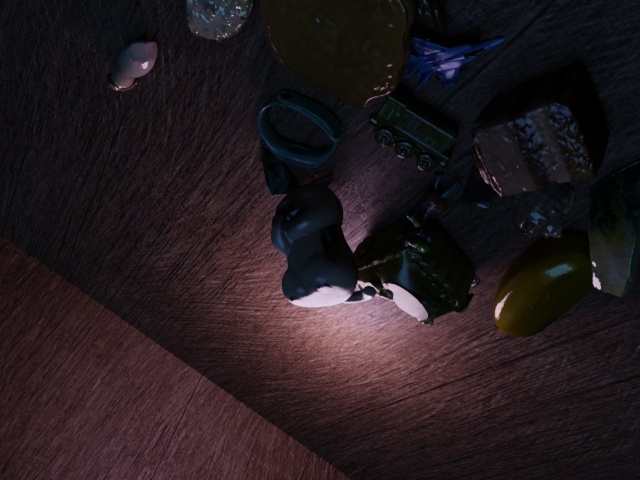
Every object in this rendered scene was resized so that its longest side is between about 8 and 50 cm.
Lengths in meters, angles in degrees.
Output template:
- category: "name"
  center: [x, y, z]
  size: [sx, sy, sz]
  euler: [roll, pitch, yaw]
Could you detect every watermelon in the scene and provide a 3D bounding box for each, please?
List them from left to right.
- category: "watermelon"
  center: [-0.135, -0.186, 1.782]
  size: [0.080, 0.101, 0.155]
  euler: [9, 126, 37]
- category: "watermelon"
  center: [0.720, -0.028, 1.410]
  size: [0.193, 0.231, 0.311]
  euler: [-2, 86, 32]

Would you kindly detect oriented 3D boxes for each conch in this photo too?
- category: "conch"
  center: [0.533, -0.094, 1.517]
  size: [0.155, 0.130, 0.207]
  euler: [-37, 86, 12]

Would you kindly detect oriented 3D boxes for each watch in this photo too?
- category: "watch"
  center: [-0.051, -0.290, 1.642]
  size: [0.236, 0.068, 0.195]
  euler: [20, 136, 14]

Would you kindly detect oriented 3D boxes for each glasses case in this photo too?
- category: "glasses case"
  center: [0.586, 0.128, 1.656]
  size: [0.173, 0.141, 0.371]
  euler: [28, 138, 1]

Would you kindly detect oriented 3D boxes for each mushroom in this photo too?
- category: "mushroom"
  center: [-0.510, -0.475, 1.674]
  size: [0.088, 0.097, 0.212]
  euler: [37, 139, -26]

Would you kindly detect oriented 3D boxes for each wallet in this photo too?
- category: "wallet"
  center: [0.413, -0.147, 1.566]
  size: [0.082, 0.018, 0.157]
  euler: [20, 137, 9]

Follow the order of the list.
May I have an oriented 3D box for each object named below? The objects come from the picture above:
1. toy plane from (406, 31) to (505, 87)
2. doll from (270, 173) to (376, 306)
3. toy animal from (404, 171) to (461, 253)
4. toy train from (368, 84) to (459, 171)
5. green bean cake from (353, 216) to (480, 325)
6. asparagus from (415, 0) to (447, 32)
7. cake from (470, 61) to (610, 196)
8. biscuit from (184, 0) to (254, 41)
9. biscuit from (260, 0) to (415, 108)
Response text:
- category: "toy plane"
  center: [0.283, -0.400, 1.321]
  size: [0.246, 0.078, 0.169]
  euler: [-14, 140, 43]
- category: "doll"
  center: [-0.016, 0.017, 1.704]
  size: [0.215, 0.225, 0.371]
  euler: [-36, 70, 48]
- category: "toy animal"
  center: [0.279, -0.075, 1.594]
  size: [0.103, 0.208, 0.100]
  euler: [30, 180, -37]
- category: "toy train"
  center: [0.231, -0.265, 1.494]
  size: [0.225, 0.090, 0.137]
  euler: [30, 135, -3]
- category: "green bean cake"
  center: [0.256, 0.114, 1.775]
  size: [0.310, 0.202, 0.285]
  euler: [44, 138, -17]
- category: "asparagus"
  center: [0.173, -0.540, 1.262]
  size: [0.080, 0.080, 0.287]
  euler: [-23, 118, 41]
- category: "cake"
  center: [0.449, -0.230, 1.343]
  size: [0.292, 0.196, 0.199]
  euler: [-12, 123, 42]
- category: "biscuit"
  center: [-0.233, -0.588, 1.422]
  size: [0.179, 0.084, 0.281]
  euler: [19, 137, 11]
- category: "biscuit"
  center: [0.023, -0.456, 1.355]
  size: [0.364, 0.062, 0.385]
  euler: [32, 153, 7]
